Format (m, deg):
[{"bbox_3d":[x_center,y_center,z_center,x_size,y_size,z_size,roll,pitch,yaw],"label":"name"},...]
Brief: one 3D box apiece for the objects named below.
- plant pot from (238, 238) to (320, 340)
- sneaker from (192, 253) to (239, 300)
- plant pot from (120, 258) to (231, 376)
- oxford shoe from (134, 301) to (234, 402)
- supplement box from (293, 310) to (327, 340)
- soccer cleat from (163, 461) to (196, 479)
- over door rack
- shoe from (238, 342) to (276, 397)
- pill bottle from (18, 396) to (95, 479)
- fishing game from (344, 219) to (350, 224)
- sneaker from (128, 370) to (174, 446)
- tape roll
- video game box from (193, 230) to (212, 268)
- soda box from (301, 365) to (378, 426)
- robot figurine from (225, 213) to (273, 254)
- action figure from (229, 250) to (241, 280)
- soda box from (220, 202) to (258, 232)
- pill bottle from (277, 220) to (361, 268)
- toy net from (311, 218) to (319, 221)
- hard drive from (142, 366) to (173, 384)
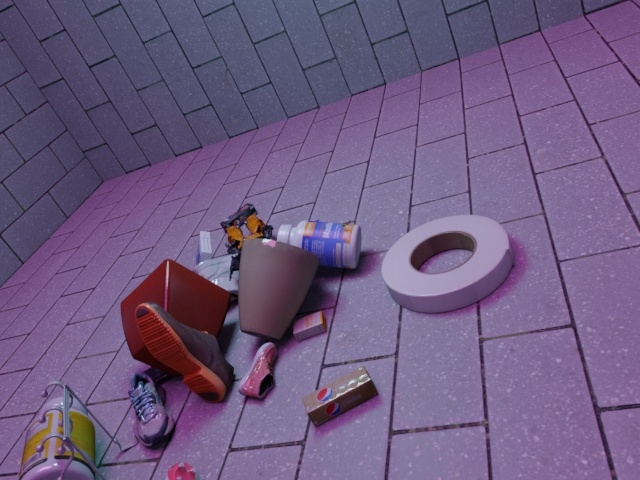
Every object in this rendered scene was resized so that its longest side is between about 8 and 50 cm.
[{"bbox_3d":[-0.155,0.165,1.760,0.256,0.256,0.274,-1,68,38],"label":"plant pot"},{"bbox_3d":[-0.327,0.146,2.096,0.108,0.169,0.292,-42,-16,32],"label":"sneaker"},{"bbox_3d":[-0.464,0.270,1.793,0.267,0.267,0.236,-41,36,21],"label":"plant pot"},{"bbox_3d":[-0.389,0.302,1.625,0.130,0.363,0.133,-21,24,34],"label":"oxford shoe"},{"bbox_3d":[-0.033,0.263,1.722,0.098,0.036,0.062,-21,29,9],"label":"supplement box"},{"bbox_3d":[-0.362,0.650,1.334,0.095,0.083,0.248,-45,23,32],"label":"soccer cleat"},{"bbox_3d":[-0.605,0.538,1.458,0.108,0.324,0.239,-39,31,-4],"label":"over door rack"},{"bbox_3d":[-0.159,0.375,1.620,0.081,0.063,0.178,1,44,38],"label":"shoe"},{"bbox_3d":[-0.736,0.599,1.586,0.188,0.188,0.334,-30,29,-7],"label":"pill bottle"},{"bbox_3d":[0.000,0.000,2.086,0.264,0.041,0.189,-26,6,8],"label":"fishing game"},{"bbox_3d":[-0.519,0.490,1.655,0.110,0.122,0.283,-33,29,-11],"label":"sneaker"},{"bbox_3d":[0.377,0.061,1.688,0.392,0.072,0.392,-20,29,12],"label":"tape roll"},{"bbox_3d":[-0.464,0.093,2.196,0.048,0.205,0.187,9,23,-15],"label":"video game box"},{"bbox_3d":[0.049,0.394,1.421,0.181,0.058,0.061,-28,29,-1],"label":"soda box"},{"bbox_3d":[-0.296,-0.013,2.338,0.211,0.085,0.291,-29,28,-5],"label":"robot figurine"},{"bbox_3d":[-0.182,0.111,1.993,0.276,0.141,0.164,5,10,-8],"label":"action figure"},{"bbox_3d":[-0.374,-0.102,2.577,0.169,0.053,0.060,-40,31,-24],"label":"soda box"},{"bbox_3d":[-0.004,0.010,1.913,0.272,0.152,0.152,5,37,11],"label":"pill bottle"},{"bbox_3d":[-0.095,-0.009,2.210,0.232,0.045,0.122,-31,-7,-20],"label":"toy net"},{"bbox_3d":[-0.538,0.442,1.852,0.135,0.022,0.094,-28,29,-4],"label":"hard drive"}]
